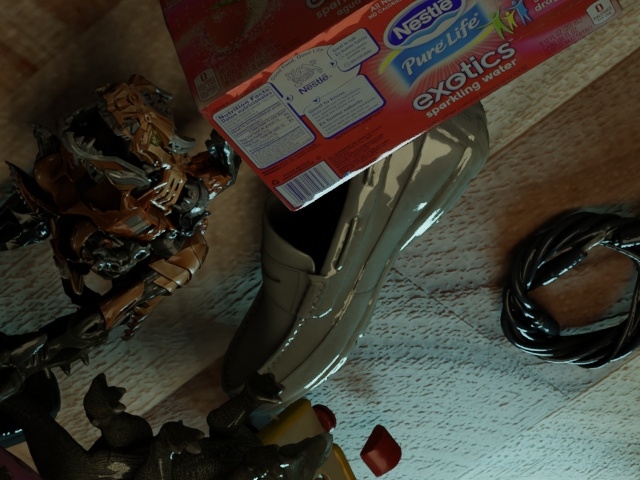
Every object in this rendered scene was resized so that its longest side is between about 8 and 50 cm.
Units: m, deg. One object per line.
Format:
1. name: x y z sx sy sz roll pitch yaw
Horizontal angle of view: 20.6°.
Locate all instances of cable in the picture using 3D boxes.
1. cable: 0.223 0.051 1.476 0.150 0.047 0.184 -9 138 -13

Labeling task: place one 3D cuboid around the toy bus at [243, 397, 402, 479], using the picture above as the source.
1. toy bus: -0.033 0.216 1.499 0.104 0.202 0.191 -9 157 44

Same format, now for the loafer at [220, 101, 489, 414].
1. loafer: 0.000 0.000 1.290 0.111 0.112 0.319 18 121 -26

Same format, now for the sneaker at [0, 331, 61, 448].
1. sneaker: -0.337 0.137 1.309 0.286 0.109 0.130 -6 148 -10

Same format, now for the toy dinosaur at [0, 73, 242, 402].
1. toy dinosaur: -0.147 0.008 1.198 0.218 0.164 0.322 -26 138 -11

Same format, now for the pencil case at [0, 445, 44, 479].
1. pencil case: -0.328 0.127 1.139 0.386 0.167 0.160 38 126 -14

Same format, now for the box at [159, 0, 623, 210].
1. box: 0.043 -0.152 1.123 0.257 0.123 0.128 -31 139 11

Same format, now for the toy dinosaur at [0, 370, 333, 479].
1. toy dinosaur: -0.111 0.175 1.278 0.313 0.121 0.160 1 133 -24
